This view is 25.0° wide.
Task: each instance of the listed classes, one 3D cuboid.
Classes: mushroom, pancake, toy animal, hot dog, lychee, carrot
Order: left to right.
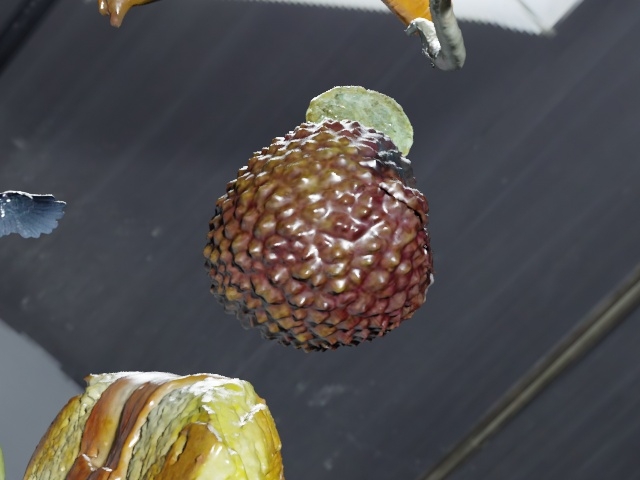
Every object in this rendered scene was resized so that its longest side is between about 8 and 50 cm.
[{"bbox_3d":[-0.332,-0.013,1.254,0.220,0.108,0.062,6,21,-26],"label":"toy animal"},{"bbox_3d":[-0.072,0.124,0.697,0.093,0.123,0.261,33,-12,-18],"label":"hot dog"},{"bbox_3d":[0.000,0.000,1.090,0.188,0.188,0.188,38,19,-15],"label":"lychee"},{"bbox_3d":[0.050,-0.138,1.704,0.129,0.023,0.116,36,48,12],"label":"pancake"},{"bbox_3d":[0.054,-0.311,1.604,0.256,0.061,0.061,37,19,-17],"label":"carrot"},{"bbox_3d":[0.093,-0.170,1.145,0.306,0.043,0.068,74,15,-86],"label":"mushroom"}]

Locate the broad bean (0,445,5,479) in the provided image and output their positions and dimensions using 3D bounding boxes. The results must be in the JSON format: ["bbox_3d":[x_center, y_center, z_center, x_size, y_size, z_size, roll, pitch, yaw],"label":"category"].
[{"bbox_3d":[-0.484,0.236,1.576,0.291,0.238,0.119,31,4,-10],"label":"broad bean"}]

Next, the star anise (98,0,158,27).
[{"bbox_3d":[-0.097,-0.257,0.903,0.346,0.237,0.148,37,-10,43],"label":"star anise"}]
